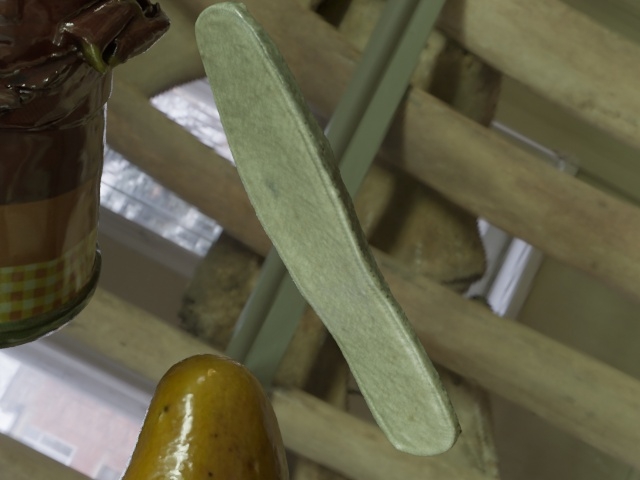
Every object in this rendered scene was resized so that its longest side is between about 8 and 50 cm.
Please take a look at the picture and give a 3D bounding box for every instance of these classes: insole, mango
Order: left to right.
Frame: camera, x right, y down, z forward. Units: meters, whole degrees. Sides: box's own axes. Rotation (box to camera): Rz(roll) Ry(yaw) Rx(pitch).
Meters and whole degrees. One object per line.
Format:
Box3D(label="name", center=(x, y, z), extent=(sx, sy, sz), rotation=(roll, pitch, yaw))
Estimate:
Box3D(label="mango", center=(-0.065, 0.152, 0.526), extent=(0.115, 0.090, 0.178), rotation=(55, -141, -43))
Box3D(label="insole", center=(0.000, 0.000, 0.382), extent=(0.010, 0.192, 0.063), rotation=(-32, 10, -31))

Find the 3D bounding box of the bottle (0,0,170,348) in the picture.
Box3D(label="bottle", center=(-0.156, -0.082, 0.481), extent=(0.143, 0.156, 0.271), rotation=(-107, 26, -53))
